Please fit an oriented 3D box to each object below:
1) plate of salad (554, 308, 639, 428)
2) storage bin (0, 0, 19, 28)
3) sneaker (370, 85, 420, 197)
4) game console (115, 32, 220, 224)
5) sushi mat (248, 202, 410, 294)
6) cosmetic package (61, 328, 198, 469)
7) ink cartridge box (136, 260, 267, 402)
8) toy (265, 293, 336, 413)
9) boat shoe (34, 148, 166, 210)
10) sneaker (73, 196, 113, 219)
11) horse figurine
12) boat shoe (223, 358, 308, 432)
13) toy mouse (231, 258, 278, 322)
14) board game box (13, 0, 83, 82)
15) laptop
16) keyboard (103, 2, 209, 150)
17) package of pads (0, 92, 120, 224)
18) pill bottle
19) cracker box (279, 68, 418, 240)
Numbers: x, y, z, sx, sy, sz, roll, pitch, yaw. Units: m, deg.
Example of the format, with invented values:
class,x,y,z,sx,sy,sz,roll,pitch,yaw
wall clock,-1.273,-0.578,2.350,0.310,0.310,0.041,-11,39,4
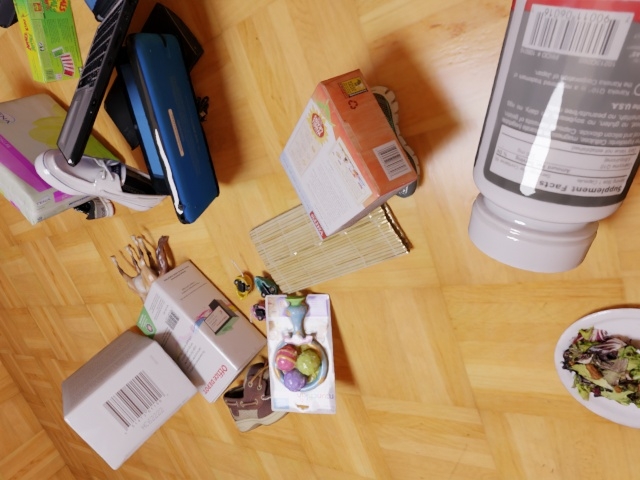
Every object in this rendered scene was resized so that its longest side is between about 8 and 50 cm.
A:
class,x,y,z,sx,sy,sz,roll,pitch,yaw
plate of salad,0.425,0.183,0.611,0.200,0.048,0.200,17,124,27
storage bin,-0.670,-0.542,0.908,0.122,0.084,0.180,-22,123,40
sneaker,0.088,-0.133,0.651,0.065,0.076,0.166,-14,106,40
game console,-0.300,-0.191,0.793,0.173,0.250,0.293,-8,113,8
sushi mat,0.000,0.000,0.825,0.316,0.019,0.151,-22,100,41
cosmetic package,-0.503,0.371,1.151,0.161,0.230,0.453,55,152,-13
ink cartridge box,-0.288,0.221,1.085,0.278,0.117,0.201,44,132,7
toy,-0.047,0.226,0.888,0.137,0.056,0.237,-3,88,17
boat shoe,-0.431,-0.133,0.926,0.084,0.258,0.095,-21,71,31
sneaker,-0.604,-0.117,1.147,0.170,0.075,0.063,48,132,3
horse figurine,-0.447,0.080,1.155,0.263,0.066,0.174,-27,92,44
boat shoe,-0.128,0.342,1.045,0.123,0.123,0.342,51,136,3
toy mouse,-0.122,0.123,0.971,0.143,0.031,0.161,19,124,26
board game box,-0.555,-0.425,0.928,0.043,0.092,0.181,20,125,24
laptop,-0.433,-0.361,0.680,0.382,0.236,0.408,25,95,56
keyboard,-0.313,-0.276,0.885,0.317,0.033,0.201,-31,94,43
package of pads,-0.628,-0.197,1.017,0.296,0.229,0.101,40,134,9
pill bottle,0.258,-0.119,0.484,0.161,0.161,0.283,20,125,25
cracker box,0.025,-0.105,0.641,0.155,0.067,0.232,63,158,4
